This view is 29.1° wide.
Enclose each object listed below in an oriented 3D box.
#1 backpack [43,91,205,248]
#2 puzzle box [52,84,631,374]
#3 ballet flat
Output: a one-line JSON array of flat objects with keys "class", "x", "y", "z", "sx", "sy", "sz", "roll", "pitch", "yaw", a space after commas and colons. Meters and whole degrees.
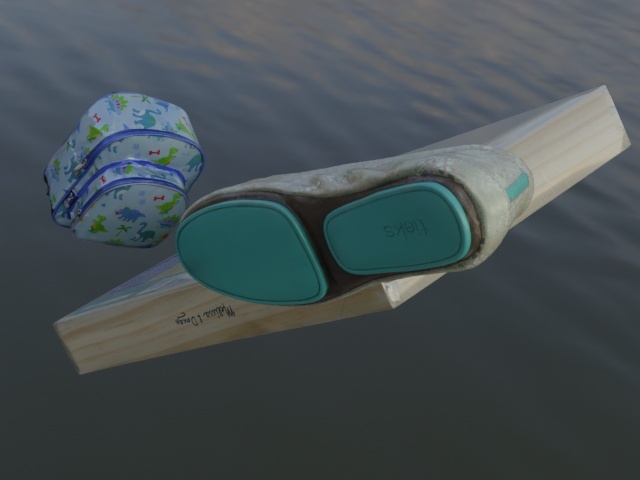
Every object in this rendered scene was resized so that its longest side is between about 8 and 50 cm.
[{"class": "backpack", "x": -0.146, "y": -0.051, "z": 0.958, "sx": 0.105, "sy": 0.114, "sz": 0.084, "roll": 10, "pitch": 42, "yaw": -38}, {"class": "puzzle box", "x": 0.000, "y": 0.000, "z": 0.944, "sx": 0.272, "sy": 0.052, "sz": 0.409, "roll": -32, "pitch": 10, "yaw": -38}, {"class": "ballet flat", "x": 0.012, "y": -0.006, "z": 0.493, "sx": 0.168, "sy": 0.057, "sz": 0.052, "roll": -5, "pitch": 21, "yaw": 44}]
